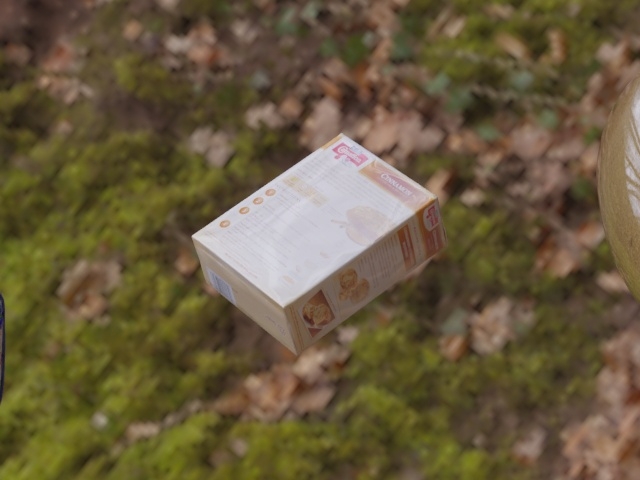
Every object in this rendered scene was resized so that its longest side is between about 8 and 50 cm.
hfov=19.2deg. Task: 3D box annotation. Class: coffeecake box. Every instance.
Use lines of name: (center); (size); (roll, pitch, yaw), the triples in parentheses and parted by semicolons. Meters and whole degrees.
coffeecake box: (0.000, 0.000, 1.757); (0.185, 0.142, 0.068); (-35, -43, -21)

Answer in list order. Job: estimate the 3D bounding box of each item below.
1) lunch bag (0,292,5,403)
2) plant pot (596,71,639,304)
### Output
lunch bag: (-0.360, 0.122, 1.572); (0.219, 0.090, 0.176); (-32, -39, -46)
plant pot: (0.305, -0.011, 1.358); (0.237, 0.237, 0.254); (-52, 0, 23)
